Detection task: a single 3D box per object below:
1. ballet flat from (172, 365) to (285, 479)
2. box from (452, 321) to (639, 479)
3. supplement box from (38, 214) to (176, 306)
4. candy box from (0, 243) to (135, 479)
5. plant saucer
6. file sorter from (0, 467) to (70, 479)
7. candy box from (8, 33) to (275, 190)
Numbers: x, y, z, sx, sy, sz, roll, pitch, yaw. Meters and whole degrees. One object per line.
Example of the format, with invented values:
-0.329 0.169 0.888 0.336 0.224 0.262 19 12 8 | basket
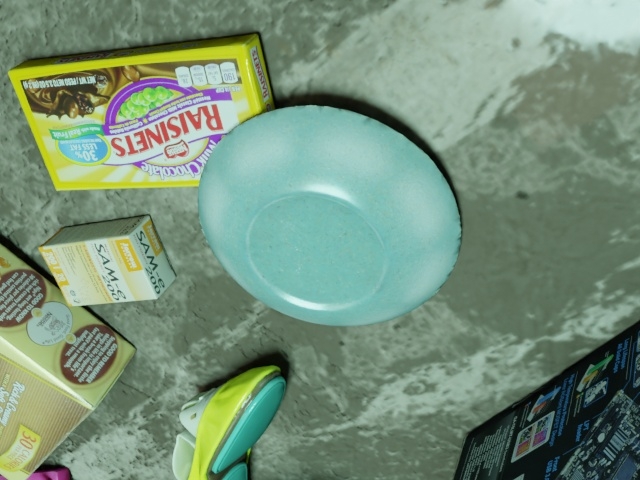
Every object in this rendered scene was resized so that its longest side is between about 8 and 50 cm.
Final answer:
-0.095 0.182 0.723 0.077 0.077 0.231 34 131 22 | ballet flat
0.169 0.161 0.452 0.073 0.295 0.293 42 126 -4 | box
-0.179 0.019 0.677 0.098 0.036 0.062 -7 117 27 | supplement box
-0.350 0.073 0.743 0.316 0.088 0.183 40 127 -8 | candy box
0.000 0.000 0.568 0.194 0.037 0.195 8 129 10 | plant saucer
-0.383 0.406 0.831 0.202 0.182 0.291 -12 82 26 | file sorter
-0.128 -0.089 0.596 0.205 0.027 0.105 0 123 24 | candy box
